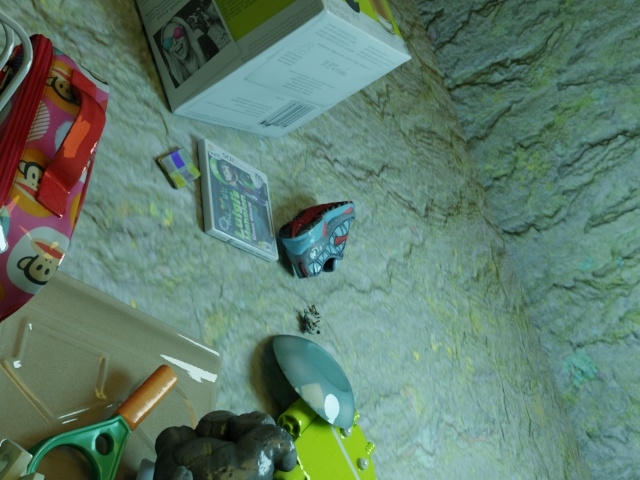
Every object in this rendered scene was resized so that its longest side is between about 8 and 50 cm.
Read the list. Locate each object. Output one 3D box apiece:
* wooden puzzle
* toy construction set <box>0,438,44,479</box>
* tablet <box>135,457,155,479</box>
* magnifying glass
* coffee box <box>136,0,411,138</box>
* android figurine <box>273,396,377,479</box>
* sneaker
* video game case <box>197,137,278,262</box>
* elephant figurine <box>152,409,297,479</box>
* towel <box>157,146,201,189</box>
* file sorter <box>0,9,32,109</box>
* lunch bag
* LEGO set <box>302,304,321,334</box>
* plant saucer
[{"bbox_3d":[-0.248,0.239,0.754,0.322,0.080,0.348,36,43,-41],"label":"wooden puzzle"},{"bbox_3d":[-0.348,0.196,0.458,0.327,0.151,0.215,30,6,-37],"label":"toy construction set"},{"bbox_3d":[-0.182,0.282,0.743,0.054,0.006,0.083,44,37,-34],"label":"tablet"},{"bbox_3d":[-0.220,0.205,0.716,0.092,0.026,0.231,60,31,-12],"label":"magnifying glass"},{"bbox_3d":[-0.095,-0.432,1.297,0.337,0.338,0.335,2,65,-60],"label":"coffee box"},{"bbox_3d":[0.015,0.367,1.112,0.272,0.056,0.248,-24,87,-61],"label":"android figurine"},{"bbox_3d":[0.000,0.000,1.383,0.262,0.104,0.125,-36,116,-58],"label":"sneaker"},{"bbox_3d":[-0.146,-0.070,1.241,0.173,0.022,0.191,28,44,-48],"label":"video game case"},{"bbox_3d":[-0.093,0.315,0.728,0.185,0.169,0.240,-8,97,-34],"label":"elephant figurine"},{"bbox_3d":[-0.233,-0.120,1.147,0.060,0.009,0.083,59,28,-7],"label":"towel"},{"bbox_3d":[-0.392,-0.173,0.598,0.192,0.173,0.277,37,-4,-40],"label":"file sorter"},{"bbox_3d":[-0.313,-0.058,0.689,0.120,0.258,0.293,38,36,-39],"label":"lunch bag"},{"bbox_3d":[-0.020,0.150,1.278,0.054,0.023,0.083,68,15,4],"label":"LEGO set"},{"bbox_3d":[0.001,0.222,1.155,0.195,0.037,0.195,46,11,-11],"label":"plant saucer"}]
